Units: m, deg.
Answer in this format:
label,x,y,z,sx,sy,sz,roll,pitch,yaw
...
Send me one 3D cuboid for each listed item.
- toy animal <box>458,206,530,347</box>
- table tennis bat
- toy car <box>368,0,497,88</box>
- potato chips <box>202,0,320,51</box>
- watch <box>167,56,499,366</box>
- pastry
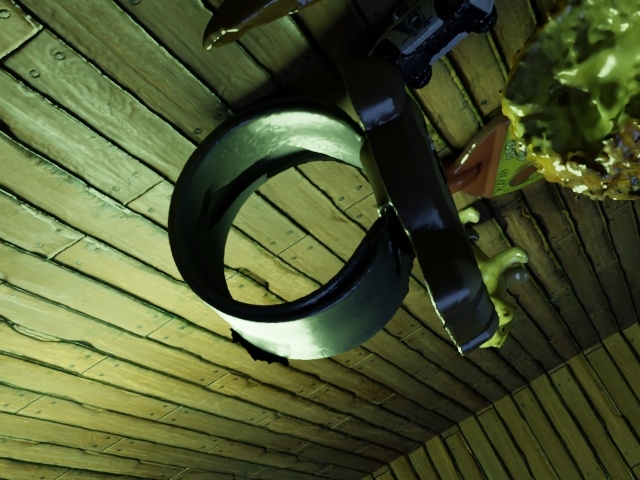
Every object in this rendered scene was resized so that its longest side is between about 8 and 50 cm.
label,x,y,z,sx,sy,sz,roll,pitch,yaw
toy animal,0.271,0.061,1.665,0.169,0.233,0.121,-32,161,-10
table tennis bat,0.293,-0.142,1.509,0.415,0.051,0.268,-25,155,-11
toy car,0.131,-0.249,1.119,0.171,0.070,0.080,-40,152,28
potato chips,-0.034,-0.250,0.961,0.202,0.049,0.150,-32,-179,8
watch,0.000,0.000,1.141,0.327,0.335,0.314,-21,155,9
pastry,0.443,-0.215,1.231,0.338,0.292,0.405,-8,153,-37
